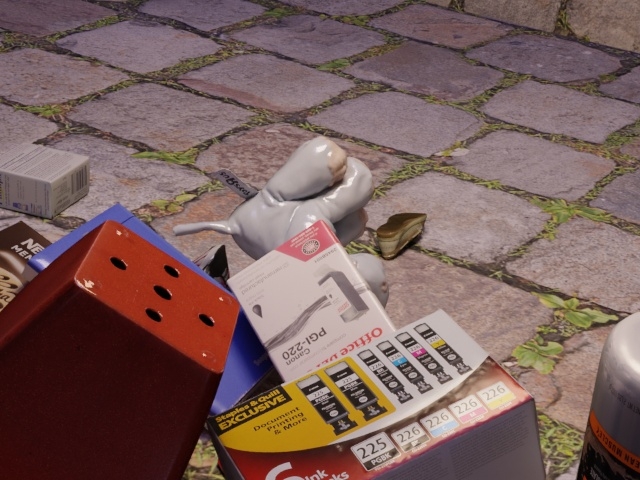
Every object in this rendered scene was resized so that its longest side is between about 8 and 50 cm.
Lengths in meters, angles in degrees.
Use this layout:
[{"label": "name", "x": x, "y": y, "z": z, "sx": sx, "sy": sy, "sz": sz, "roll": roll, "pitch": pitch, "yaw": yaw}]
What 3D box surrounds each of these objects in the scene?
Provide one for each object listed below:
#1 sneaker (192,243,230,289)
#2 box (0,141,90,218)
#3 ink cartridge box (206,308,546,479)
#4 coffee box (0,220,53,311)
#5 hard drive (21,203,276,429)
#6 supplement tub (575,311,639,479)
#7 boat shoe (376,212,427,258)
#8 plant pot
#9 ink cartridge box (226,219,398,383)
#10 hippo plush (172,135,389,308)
[{"label": "sneaker", "x": -0.192, "y": 0.054, "z": 1.869, "sx": 0.077, "sy": 0.072, "sz": 0.178, "roll": 1, "pitch": 18, "yaw": 17}, {"label": "box", "x": -0.486, "y": -0.104, "z": 2.138, "sx": 0.137, "sy": 0.072, "sz": 0.126, "roll": 14, "pitch": 28, "yaw": 17}, {"label": "ink cartridge box", "x": 0.045, "y": 0.216, "z": 1.407, "sx": 0.309, "sy": 0.130, "sz": 0.272, "roll": -24, "pitch": 34, "yaw": -15}, {"label": "coffee box", "x": -0.443, "y": 0.108, "z": 1.614, "sx": 0.168, "sy": 0.118, "sz": 0.297, "roll": 33, "pitch": 35, "yaw": 17}, {"label": "hard drive", "x": -0.208, "y": 0.094, "z": 1.652, "sx": 0.319, "sy": 0.040, "sz": 0.210, "roll": 38, "pitch": 33, "yaw": 7}, {"label": "supplement tub", "x": 0.355, "y": 0.252, "z": 1.232, "sx": 0.207, "sy": 0.338, "sz": 0.207, "roll": 3, "pitch": 26, "yaw": -2}, {"label": "boat shoe", "x": 0.137, "y": -0.012, "z": 2.091, "sx": 0.056, "sy": 0.048, "sz": 0.153, "roll": 2, "pitch": 16, "yaw": 23}, {"label": "plant pot", "x": -0.233, "y": 0.139, "z": 1.360, "sx": 0.267, "sy": 0.235, "sz": 0.267, "roll": 33, "pitch": 20, "yaw": -10}, {"label": "ink cartridge box", "x": -0.001, "y": 0.106, "z": 1.617, "sx": 0.159, "sy": 0.092, "sz": 0.218, "roll": -33, "pitch": 59, "yaw": 0}, {"label": "hippo plush", "x": 0.000, "y": 0.000, "z": 1.804, "sx": 0.294, "sy": 0.234, "sz": 0.236, "roll": 19, "pitch": 23, "yaw": -44}]
